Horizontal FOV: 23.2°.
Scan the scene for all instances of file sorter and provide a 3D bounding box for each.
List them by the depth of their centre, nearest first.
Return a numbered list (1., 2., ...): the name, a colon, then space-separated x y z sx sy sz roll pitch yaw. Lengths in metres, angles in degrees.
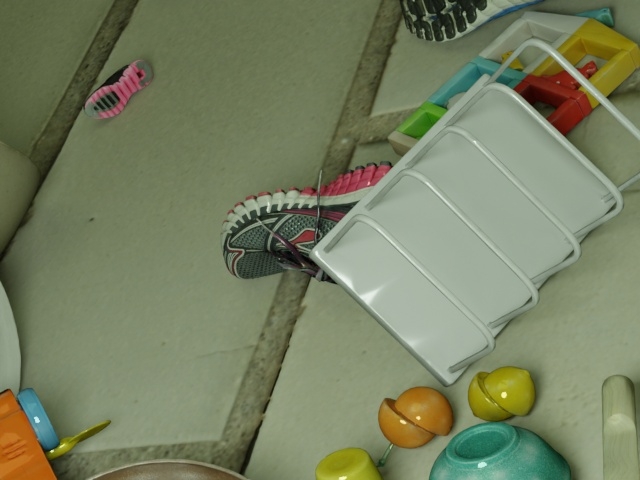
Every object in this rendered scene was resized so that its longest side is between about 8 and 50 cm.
1. file sorter: 0.166 -0.033 1.521 0.277 0.193 0.173 -46 -1 -20

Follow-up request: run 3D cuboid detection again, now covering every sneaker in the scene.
1. sneaker: 0.000 0.000 1.697 0.299 0.121 0.112 -17 65 44
2. sneaker: 0.232 -0.331 1.949 0.330 0.129 0.147 -7 7 46
3. sneaker: -0.296 -0.214 2.224 0.119 0.047 0.057 -41 31 -26

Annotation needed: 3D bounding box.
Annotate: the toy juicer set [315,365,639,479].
1. toy juicer set: 0.173 0.196 1.409 0.329 0.089 0.209 -5 25 34

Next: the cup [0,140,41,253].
1. cup: -0.547 -0.018 1.983 0.331 0.331 0.236 4 74 37

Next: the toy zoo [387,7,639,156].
1. toy zoo: 0.241 -0.179 1.824 0.293 0.030 0.192 -42 38 -15

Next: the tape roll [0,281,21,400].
1. tape roll: -0.457 0.124 1.741 0.100 0.286 0.286 -12 41 24

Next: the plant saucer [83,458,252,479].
1. plant saucer: -0.143 0.347 1.382 0.311 0.050 0.310 -3 60 5

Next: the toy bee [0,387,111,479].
1. toy bee: -0.321 0.216 1.680 0.195 0.162 0.298 -9 59 -2
